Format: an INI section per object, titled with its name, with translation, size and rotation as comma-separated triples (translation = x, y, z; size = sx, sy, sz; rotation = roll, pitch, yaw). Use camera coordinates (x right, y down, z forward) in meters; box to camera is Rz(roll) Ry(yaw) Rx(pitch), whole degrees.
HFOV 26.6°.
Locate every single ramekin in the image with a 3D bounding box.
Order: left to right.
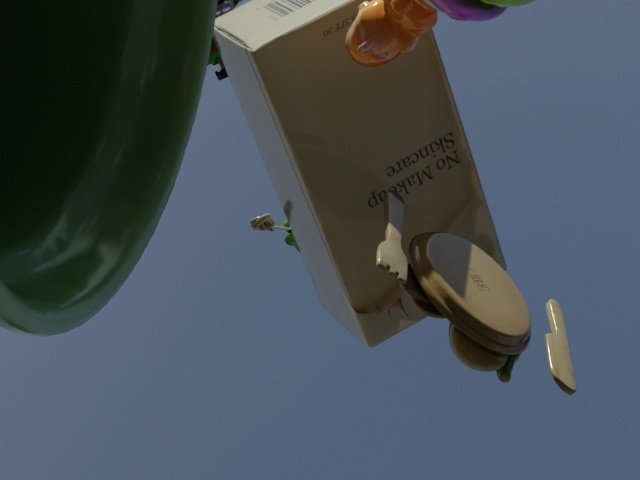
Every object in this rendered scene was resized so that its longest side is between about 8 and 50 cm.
[ramekin]
translation = -0.159, -0.119, 0.604
size = 0.148, 0.303, 0.303
rotation = 10, -82, 11

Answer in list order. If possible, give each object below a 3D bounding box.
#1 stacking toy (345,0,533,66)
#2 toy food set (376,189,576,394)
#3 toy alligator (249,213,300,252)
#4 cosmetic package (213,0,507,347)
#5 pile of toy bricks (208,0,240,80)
[stacking toy]
translation = 0.116, -0.211, 0.926
size = 0.166, 0.175, 0.302
rotation = 46, -48, -10
[toy food set]
translation = 0.112, 0.048, 1.062
size = 0.192, 0.132, 0.038
rotation = 34, -61, -16
[toy alligator]
translation = 0.000, 0.000, 1.349
size = 0.056, 0.190, 0.051
rotation = -33, -107, 32
[cosmetic package]
translation = 0.038, -0.080, 1.196
size = 0.160, 0.113, 0.309
rotation = -30, -60, -12
[pile of toy bricks]
translation = -0.122, -0.241, 1.452
size = 0.212, 0.118, 0.105
rotation = -22, -109, -1
